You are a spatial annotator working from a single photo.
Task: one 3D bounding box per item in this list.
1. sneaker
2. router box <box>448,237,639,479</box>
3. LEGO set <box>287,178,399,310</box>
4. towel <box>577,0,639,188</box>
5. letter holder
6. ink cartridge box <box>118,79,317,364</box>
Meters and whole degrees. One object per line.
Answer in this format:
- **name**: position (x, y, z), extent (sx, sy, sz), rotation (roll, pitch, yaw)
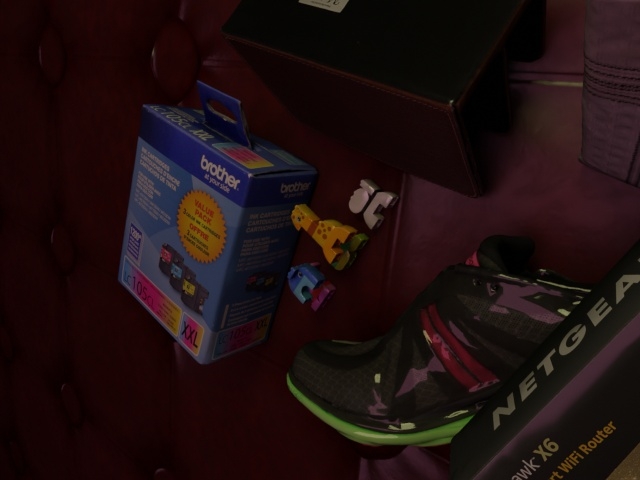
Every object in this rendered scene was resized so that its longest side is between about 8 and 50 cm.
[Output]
- **sneaker**: position (0.174, 0.102, 0.514), extent (0.482, 0.185, 0.202), rotation (-16, 84, 29)
- **router box**: position (0.274, 0.130, 0.305), extent (0.243, 0.081, 0.309), rotation (35, 110, 8)
- **LEGO set**: position (0.000, 0.000, 0.673), extent (0.093, 0.087, 0.227), rotation (46, 122, 22)
- **towel**: position (0.314, -0.060, 0.273), extent (0.312, 0.324, 0.056), rotation (31, 88, 30)
- **letter holder**: position (0.078, -0.197, 0.548), extent (0.302, 0.214, 0.152), rotation (30, 85, 31)
- **ink cartridge box**: position (-0.177, -0.044, 0.769), extent (0.270, 0.151, 0.395), rotation (33, 116, 29)
